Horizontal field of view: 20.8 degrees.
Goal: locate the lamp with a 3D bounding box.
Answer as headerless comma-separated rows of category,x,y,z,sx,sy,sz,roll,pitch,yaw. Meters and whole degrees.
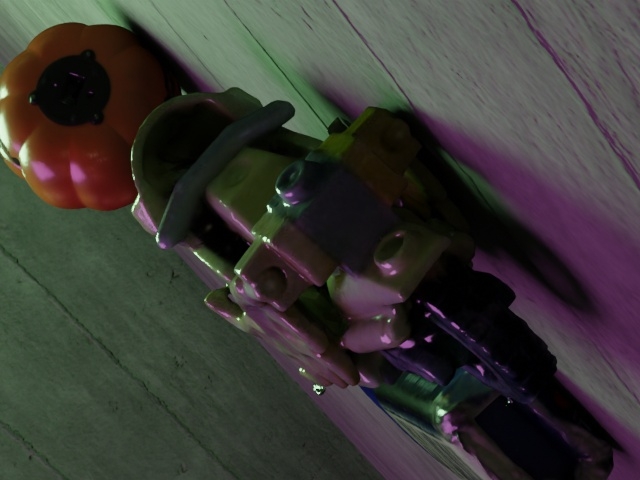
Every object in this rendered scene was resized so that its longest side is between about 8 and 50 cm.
lamp,-0.226,-0.118,1.723,0.187,0.187,0.164,43,170,14

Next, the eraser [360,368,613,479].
eraser,0.138,0.155,1.556,0.155,0.101,0.332,45,174,-11

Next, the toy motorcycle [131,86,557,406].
toy motorcycle,0.000,0.000,1.237,0.237,0.168,0.410,42,170,-28
